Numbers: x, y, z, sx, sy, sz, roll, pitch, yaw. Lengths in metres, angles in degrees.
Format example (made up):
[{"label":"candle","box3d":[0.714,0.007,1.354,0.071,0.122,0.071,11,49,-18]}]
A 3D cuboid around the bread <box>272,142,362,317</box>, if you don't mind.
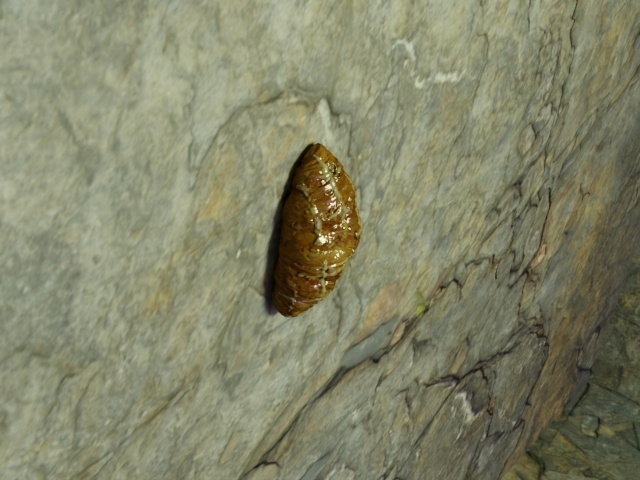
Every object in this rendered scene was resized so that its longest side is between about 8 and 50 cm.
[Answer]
[{"label":"bread","box3d":[0.000,0.000,1.397,0.105,0.076,0.233,-29,142,-47]}]
